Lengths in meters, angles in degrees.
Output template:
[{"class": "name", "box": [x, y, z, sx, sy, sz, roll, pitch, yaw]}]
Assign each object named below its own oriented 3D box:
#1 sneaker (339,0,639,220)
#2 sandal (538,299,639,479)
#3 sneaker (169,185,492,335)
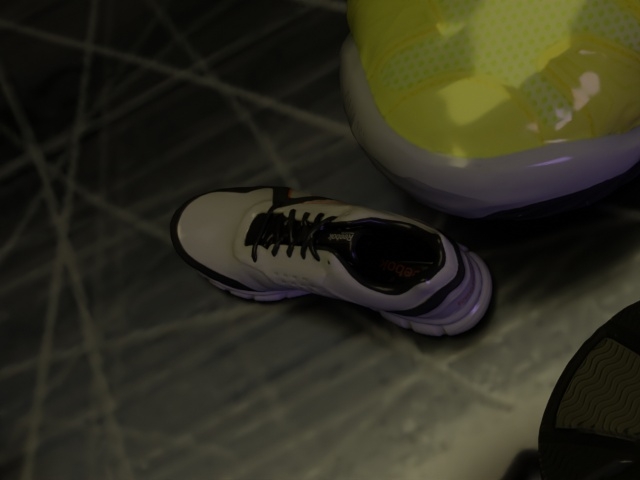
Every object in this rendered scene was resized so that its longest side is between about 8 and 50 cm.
[{"class": "sneaker", "box": [0.112, -0.187, 0.521, 0.145, 0.147, 0.385, 26, 80, 20]}, {"class": "sandal", "box": [0.167, 0.131, 0.430, 0.120, 0.086, 0.303, -35, 51, 7]}, {"class": "sneaker", "box": [0.000, 0.000, 0.540, 0.109, 0.044, 0.040, 10, 75, 20]}]
